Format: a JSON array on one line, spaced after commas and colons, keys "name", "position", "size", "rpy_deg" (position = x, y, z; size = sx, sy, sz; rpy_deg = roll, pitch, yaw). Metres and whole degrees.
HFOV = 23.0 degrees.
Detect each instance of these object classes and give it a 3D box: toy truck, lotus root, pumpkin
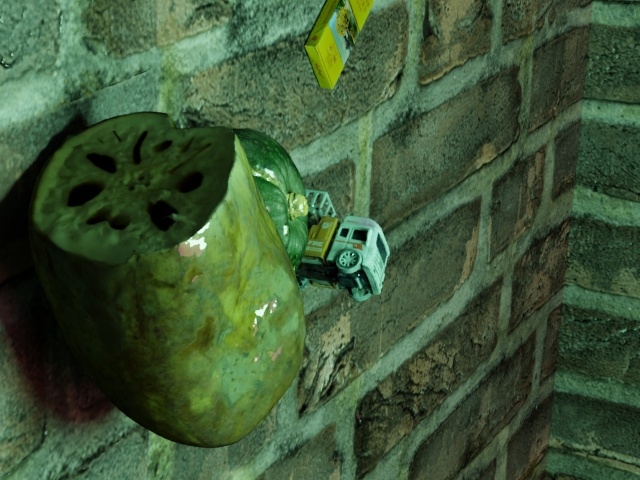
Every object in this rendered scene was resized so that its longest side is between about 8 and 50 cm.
[{"name": "toy truck", "position": [0.000, 0.001, 1.928], "size": [0.080, 0.177, 0.115], "rpy_deg": [67, 39, -53]}, {"name": "lotus root", "position": [-0.143, 0.056, 1.558], "size": [0.250, 0.250, 0.346], "rpy_deg": [-62, 147, -34]}, {"name": "pumpkin", "position": [-0.087, -0.029, 1.756], "size": [0.190, 0.146, 0.190], "rpy_deg": [-43, 140, -52]}]

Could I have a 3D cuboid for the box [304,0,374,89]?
[{"name": "box", "position": [0.026, -0.283, 2.050], "size": [0.087, 0.023, 0.155], "rpy_deg": [70, 39, -55]}]
